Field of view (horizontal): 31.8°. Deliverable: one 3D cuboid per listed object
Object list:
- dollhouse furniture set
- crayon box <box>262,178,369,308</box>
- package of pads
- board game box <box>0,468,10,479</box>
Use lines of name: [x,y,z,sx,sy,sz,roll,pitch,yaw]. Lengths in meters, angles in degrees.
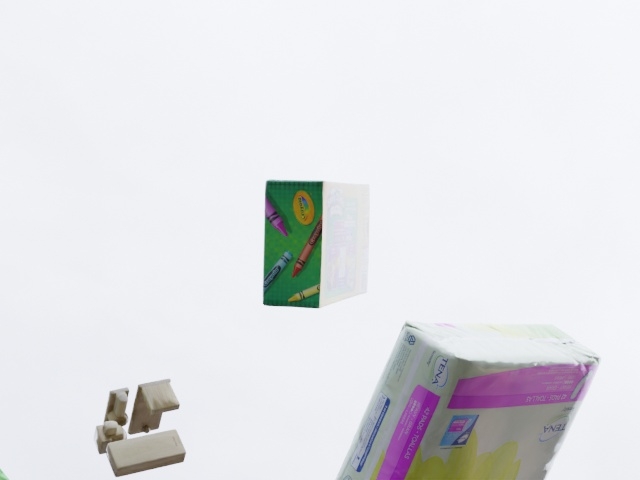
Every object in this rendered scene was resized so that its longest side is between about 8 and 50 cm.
dollhouse furniture set: [-0.294,0.332,1.820,0.151,0.144,0.123,57,-38,37]
crayon box: [0.000,0.000,1.559,0.081,0.278,0.165,2,-88,15]
package of pads: [0.164,0.208,1.226,0.101,0.297,0.229,33,-71,40]
board game box: [-0.611,0.376,1.832,0.213,0.046,0.317,-20,-70,40]
